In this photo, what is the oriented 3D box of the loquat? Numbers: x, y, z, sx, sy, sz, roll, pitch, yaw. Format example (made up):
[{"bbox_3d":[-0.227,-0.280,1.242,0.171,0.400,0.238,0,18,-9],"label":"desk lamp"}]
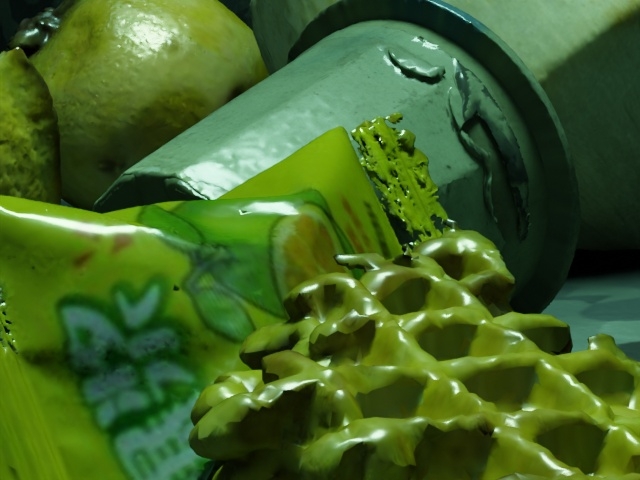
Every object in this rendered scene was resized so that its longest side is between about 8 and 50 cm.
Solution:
[{"bbox_3d":[-0.166,-0.129,1.481,0.243,0.244,0.244,-5,10,1],"label":"loquat"}]

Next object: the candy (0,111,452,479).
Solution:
[{"bbox_3d":[-0.028,0.042,0.693,0.297,0.187,0.081,-10,-22,-45],"label":"candy"}]

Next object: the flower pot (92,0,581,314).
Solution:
[{"bbox_3d":[0.000,0.000,0.877,0.212,0.212,0.202,4,28,41],"label":"flower pot"}]

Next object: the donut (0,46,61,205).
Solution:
[{"bbox_3d":[-0.286,0.001,1.130,0.295,0.151,0.112,-21,16,38],"label":"donut"}]

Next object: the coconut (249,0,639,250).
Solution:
[{"bbox_3d":[0.154,-0.159,1.232,0.415,0.415,0.344,-1,1,24],"label":"coconut"}]

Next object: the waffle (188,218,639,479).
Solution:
[{"bbox_3d":[0.100,0.068,0.545,0.293,0.069,0.260,15,20,21],"label":"waffle"}]
